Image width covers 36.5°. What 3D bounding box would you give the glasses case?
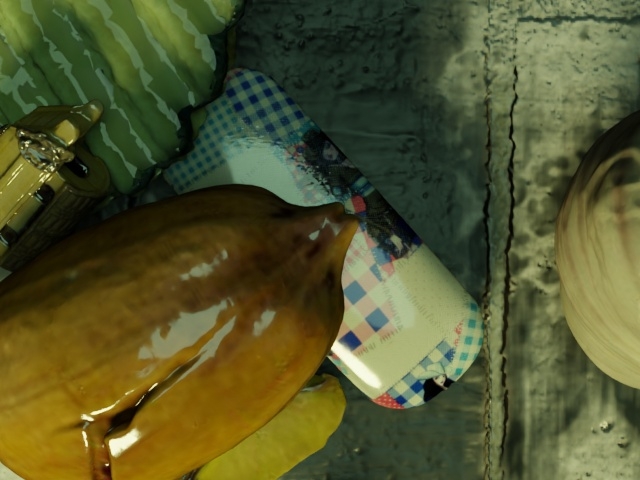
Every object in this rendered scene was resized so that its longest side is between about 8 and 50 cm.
[{"bbox_3d":[0.000,0.000,0.808,0.125,0.076,0.327,-43,93,-1],"label":"glasses case"}]

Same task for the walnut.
[{"bbox_3d":[-0.112,0.068,0.713,0.336,0.209,0.209,-32,94,19],"label":"walnut"}]

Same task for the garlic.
[{"bbox_3d":[0.332,-0.007,0.728,0.318,0.317,0.259,-7,67,-4],"label":"garlic"}]

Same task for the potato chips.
[{"bbox_3d":[-0.219,-0.237,0.745,0.358,0.070,0.429,-28,96,15],"label":"potato chips"}]

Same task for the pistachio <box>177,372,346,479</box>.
[{"bbox_3d":[-0.060,0.162,0.821,0.173,0.049,0.089,-36,117,-5],"label":"pistachio"}]

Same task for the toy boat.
[{"bbox_3d":[-0.238,-0.023,0.752,0.088,0.068,0.226,43,119,-10],"label":"toy boat"}]
